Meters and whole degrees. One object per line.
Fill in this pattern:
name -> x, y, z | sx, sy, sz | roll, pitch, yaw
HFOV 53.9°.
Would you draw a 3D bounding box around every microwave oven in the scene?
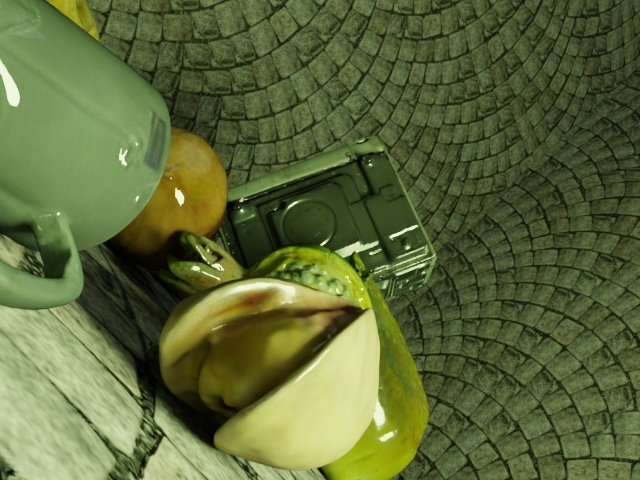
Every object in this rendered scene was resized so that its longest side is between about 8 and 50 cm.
microwave oven -> 0.000, 0.000, 1.348 | 0.247, 0.394, 0.333 | 80, -12, -68

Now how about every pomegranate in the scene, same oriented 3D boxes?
pomegranate -> -0.074, 0.099, 0.843 | 0.301, 0.236, 0.236 | 29, -5, -9

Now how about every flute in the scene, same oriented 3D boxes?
flute -> -0.137, 0.128, 0.661 | 0.027, 0.027, 0.233 | 47, -8, 12

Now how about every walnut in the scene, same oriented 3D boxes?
walnut -> -0.232, -0.053, 0.931 | 0.203, 0.203, 0.298 | 48, -13, 6

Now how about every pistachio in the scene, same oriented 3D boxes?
pistachio -> -0.029, 0.116, 0.588 | 0.187, 0.187, 0.299 | 46, -4, 18

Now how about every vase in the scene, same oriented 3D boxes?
vase -> -0.209, -0.090, 0.352 | 0.301, 0.156, 0.251 | 53, 19, -69

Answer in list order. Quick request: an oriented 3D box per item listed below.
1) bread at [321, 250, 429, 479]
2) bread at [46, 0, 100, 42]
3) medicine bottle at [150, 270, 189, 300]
bread -> 0.049, 0.218, 1.081 | 0.377, 0.208, 0.251 | 69, 21, 0
bread -> -0.354, -0.250, 0.651 | 0.252, 0.238, 0.196 | 174, -88, -75
medicine bottle -> -0.232, 0.064, 1.154 | 0.096, 0.096, 0.192 | 44, -9, 34
